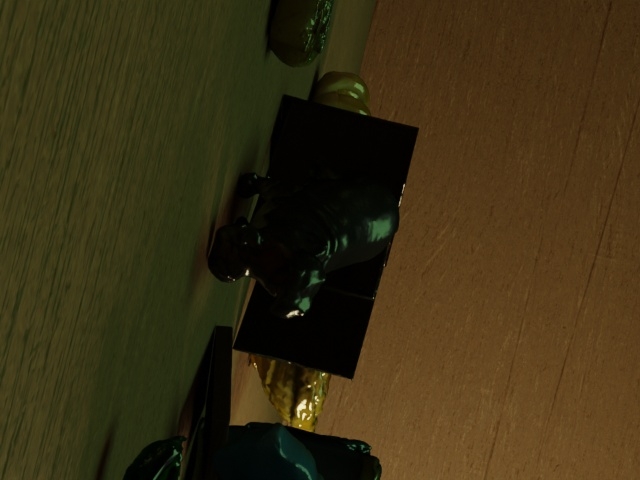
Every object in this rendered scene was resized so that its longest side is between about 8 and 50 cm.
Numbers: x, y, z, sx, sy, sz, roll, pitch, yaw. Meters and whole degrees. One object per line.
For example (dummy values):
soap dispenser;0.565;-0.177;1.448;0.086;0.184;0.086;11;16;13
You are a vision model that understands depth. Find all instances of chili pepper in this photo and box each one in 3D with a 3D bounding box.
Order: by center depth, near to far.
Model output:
chili pepper;-0.135;0.281;0.919;0.065;0.122;0.279;-126;-159;-50

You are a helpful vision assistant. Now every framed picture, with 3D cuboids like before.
framed picture;-0.120;0.200;1.315;0.168;0.023;0.128;-95;-168;-57

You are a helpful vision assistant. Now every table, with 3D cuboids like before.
table;0.000;0.000;1.556;0.251;0.196;0.282;100;6;-58

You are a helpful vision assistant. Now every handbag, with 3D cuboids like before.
handbag;-0.053;0.353;1.472;0.263;0.241;0.222;79;23;-79

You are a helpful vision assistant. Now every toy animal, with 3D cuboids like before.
toy animal;-0.028;-0.005;1.251;0.343;0.168;0.106;-38;144;-64

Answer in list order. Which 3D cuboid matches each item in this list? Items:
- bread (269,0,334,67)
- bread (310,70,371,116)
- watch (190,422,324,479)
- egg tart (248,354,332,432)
bread;-0.015;-0.273;1.271;0.117;0.064;0.156;-52;153;-81
bread;0.023;-0.158;1.969;0.173;0.121;0.311;96;6;-58
watch;-0.090;0.353;1.133;0.274;0.241;0.305;-39;143;-64
egg tart;-0.033;0.147;1.833;0.351;0.153;0.340;90;13;-78
